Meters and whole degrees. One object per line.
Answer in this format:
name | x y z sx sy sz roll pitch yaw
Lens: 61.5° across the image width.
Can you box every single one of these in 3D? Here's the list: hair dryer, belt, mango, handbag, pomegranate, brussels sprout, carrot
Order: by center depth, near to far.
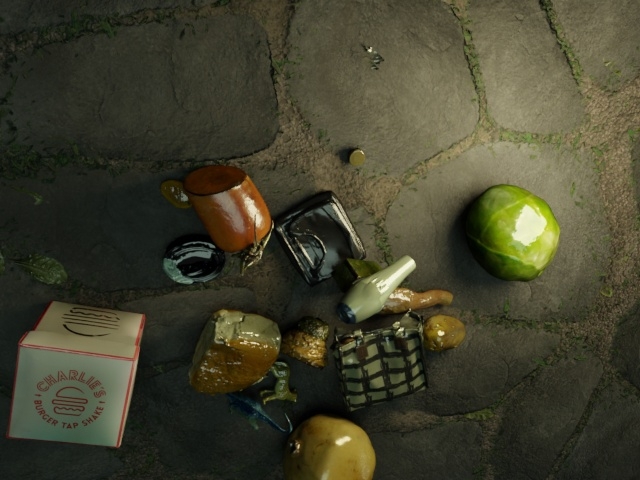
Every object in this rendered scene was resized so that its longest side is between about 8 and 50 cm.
carrot | -0.251 -0.071 1.625 0.214 0.193 0.331 -6 118 35
mango | -0.436 -0.143 1.645 0.114 0.057 0.079 28 105 -10
belt | -0.403 0.062 1.705 0.198 0.078 0.151 -4 113 -12
hair dryer | 0.175 0.157 1.714 0.295 0.298 0.119 -38 82 -6
handbag | 0.000 0.000 1.763 0.244 0.088 0.275 -28 112 3
brussels sprout | 0.634 -0.006 1.780 0.281 0.289 0.355 -44 134 -6
handbag | 0.206 0.415 1.863 0.325 0.163 0.327 -15 129 -5
pomegranate | 0.026 0.781 1.902 0.332 0.332 0.333 -3 108 -10

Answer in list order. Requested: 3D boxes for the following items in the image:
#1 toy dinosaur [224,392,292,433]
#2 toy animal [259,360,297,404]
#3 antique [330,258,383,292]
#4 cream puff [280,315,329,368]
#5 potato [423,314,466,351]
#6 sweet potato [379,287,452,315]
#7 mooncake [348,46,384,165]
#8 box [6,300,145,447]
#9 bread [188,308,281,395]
toy dinosaur | -0.251 0.583 1.862 0.076 0.362 0.147 -51 157 -31
toy animal | -0.144 0.492 1.909 0.136 0.073 0.182 -1 96 -19
antique | 0.136 0.116 1.766 0.081 0.080 0.220 -44 153 24
cream puff | -0.036 0.335 1.838 0.183 0.183 0.169 27 75 -18
potato | 0.435 0.335 1.936 0.175 0.137 0.137 2 109 -34
sweet potato | 0.289 0.207 1.873 0.384 0.109 0.109 0 108 -11
mooncake | 0.136 -0.409 1.666 0.150 0.057 0.347 19 101 -29
box | -0.723 0.396 1.633 0.314 0.300 0.313 11 105 -15
bread | -0.273 0.366 1.752 0.278 0.225 0.250 18 110 -27
